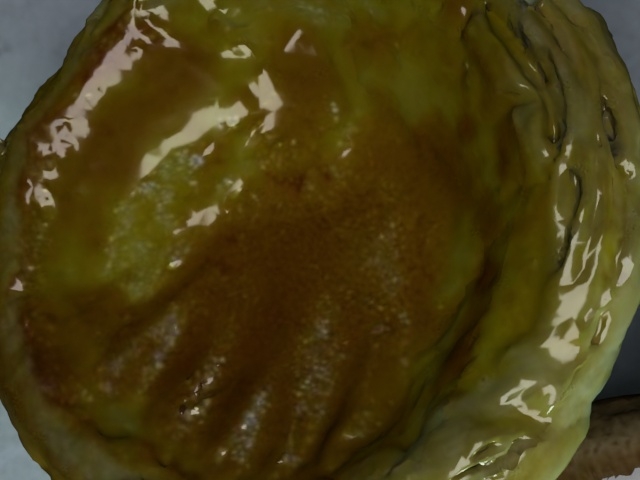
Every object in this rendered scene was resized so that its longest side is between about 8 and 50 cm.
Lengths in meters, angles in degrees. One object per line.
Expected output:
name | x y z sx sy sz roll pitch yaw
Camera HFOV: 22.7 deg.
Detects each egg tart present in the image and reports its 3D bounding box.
egg tart | 0.000 0.000 0.856 0.388 0.169 0.387 -8 71 23

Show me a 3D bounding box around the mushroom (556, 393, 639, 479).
mushroom | 0.196 0.163 0.886 0.278 0.146 0.278 -6 142 -5
